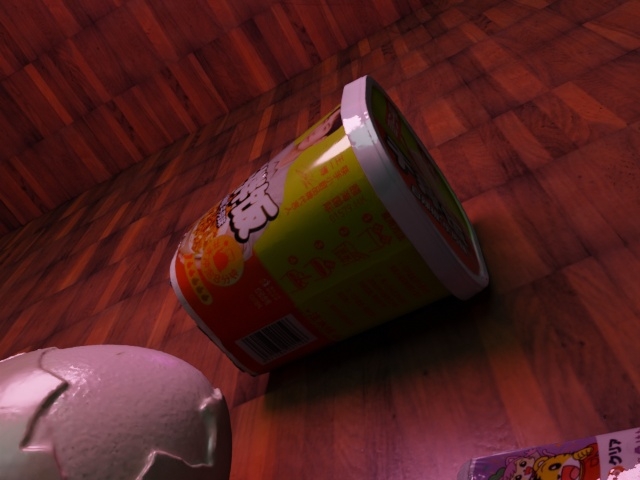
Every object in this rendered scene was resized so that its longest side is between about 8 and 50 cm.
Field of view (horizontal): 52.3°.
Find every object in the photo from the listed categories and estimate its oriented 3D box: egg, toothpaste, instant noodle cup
[{"bbox_3d":[-0.235,0.231,0.581,0.336,0.278,0.278,-39,25,-20],"label":"egg"},{"bbox_3d":[0.215,0.167,0.442,0.299,0.073,0.114,-26,23,32],"label":"toothpaste"},{"bbox_3d":[0.000,0.000,0.803,0.308,0.294,0.294,-31,23,19],"label":"instant noodle cup"}]
